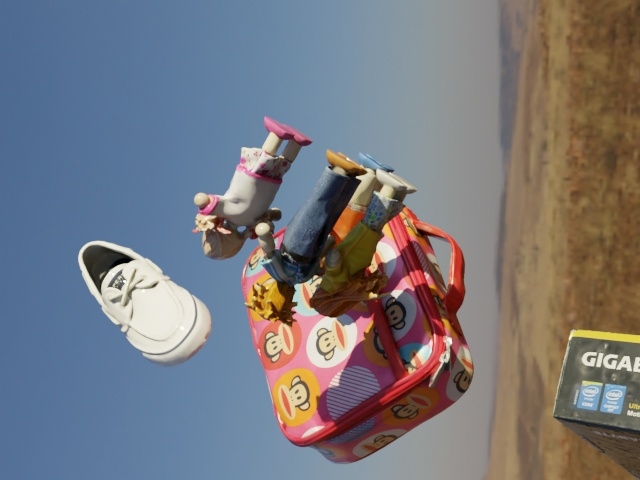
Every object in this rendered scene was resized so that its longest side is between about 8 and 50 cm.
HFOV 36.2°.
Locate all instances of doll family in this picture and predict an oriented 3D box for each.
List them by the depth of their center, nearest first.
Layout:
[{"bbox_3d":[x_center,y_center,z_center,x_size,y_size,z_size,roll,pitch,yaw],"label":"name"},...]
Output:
[{"bbox_3d":[0.000,0.000,0.909,0.263,0.118,0.163,12,-69,-57],"label":"doll family"}]

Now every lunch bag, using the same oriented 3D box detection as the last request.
[{"bbox_3d":[0.052,0.081,1.119,0.120,0.258,0.293,37,-154,-46],"label":"lunch bag"}]

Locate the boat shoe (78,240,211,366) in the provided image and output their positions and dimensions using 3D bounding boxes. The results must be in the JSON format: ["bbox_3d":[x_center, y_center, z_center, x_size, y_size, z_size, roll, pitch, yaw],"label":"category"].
[{"bbox_3d":[-0.224,0.065,1.195,0.096,0.267,0.088,-48,-54,-4],"label":"boat shoe"}]

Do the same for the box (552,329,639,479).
[{"bbox_3d":[0.370,0.157,0.714,0.257,0.322,0.079,34,-113,-43],"label":"box"}]
